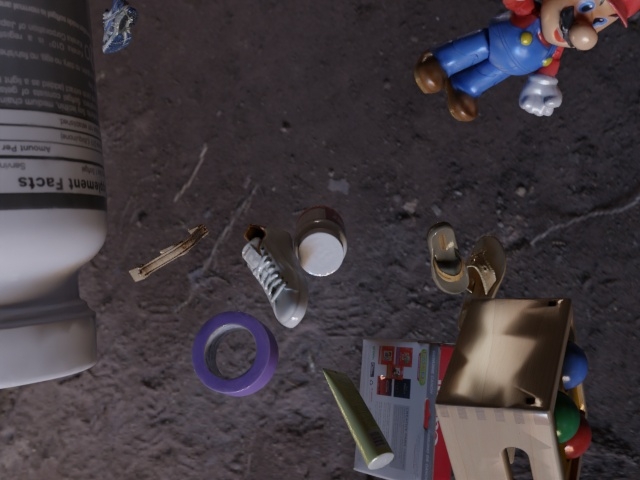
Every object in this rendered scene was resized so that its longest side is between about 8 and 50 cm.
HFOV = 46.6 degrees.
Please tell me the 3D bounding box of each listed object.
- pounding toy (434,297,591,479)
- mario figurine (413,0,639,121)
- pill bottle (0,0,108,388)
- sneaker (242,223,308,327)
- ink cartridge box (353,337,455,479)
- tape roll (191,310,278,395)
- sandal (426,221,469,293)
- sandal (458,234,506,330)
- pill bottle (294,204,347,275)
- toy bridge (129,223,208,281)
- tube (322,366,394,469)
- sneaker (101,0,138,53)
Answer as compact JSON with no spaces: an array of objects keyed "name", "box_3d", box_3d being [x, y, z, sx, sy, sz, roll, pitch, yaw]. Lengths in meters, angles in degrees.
[{"name":"pounding toy","box_3d":[0.183,0.133,0.628,0.094,0.181,0.206,-2,33,28]},{"name":"mario figurine","box_3d":[0.283,-0.262,0.993,0.320,0.198,0.170,-29,82,38]},{"name":"pill bottle","box_3d":[-0.275,-0.077,0.564,0.210,0.210,0.363,-5,90,32]},{"name":"sneaker","box_3d":[-0.112,0.071,1.602,0.106,0.123,0.290,-54,33,24]},{"name":"ink cartridge box","box_3d":[0.212,0.381,1.675,0.271,0.130,0.310,-8,75,56]},{"name":"tape roll","box_3d":[-0.197,0.263,1.728,0.188,0.080,0.189,-4,71,11]},{"name":"sandal","box_3d":[0.249,0.043,1.435,0.072,0.180,0.049,-26,38,-6]},{"name":"sandal","box_3d":[0.332,0.081,1.582,0.088,0.079,0.240,0,64,38]},{"name":"pill bottle","box_3d":[0.000,0.000,1.706,0.121,0.121,0.221,-46,12,11]},{"name":"toy bridge","box_3d":[-0.268,0.019,1.366,0.063,0.188,0.026,-19,105,40]},{"name":"tube","box_3d":[0.079,0.376,1.606,0.062,0.070,0.240,-19,51,-14]},{"name":"sneaker","box_3d":[-0.393,-0.416,1.435,0.058,0.052,0.135,58,136,9]}]
